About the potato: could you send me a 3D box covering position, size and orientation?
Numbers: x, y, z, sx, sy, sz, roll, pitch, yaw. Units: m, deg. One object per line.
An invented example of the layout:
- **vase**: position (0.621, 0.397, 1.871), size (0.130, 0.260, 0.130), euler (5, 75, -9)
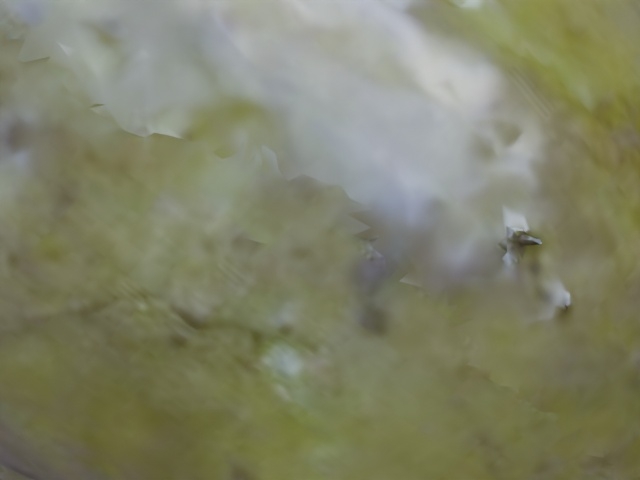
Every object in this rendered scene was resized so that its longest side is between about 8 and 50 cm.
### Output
- **potato**: position (0.000, 0.000, 0.477), size (0.266, 0.229, 0.229), euler (42, 79, 3)
